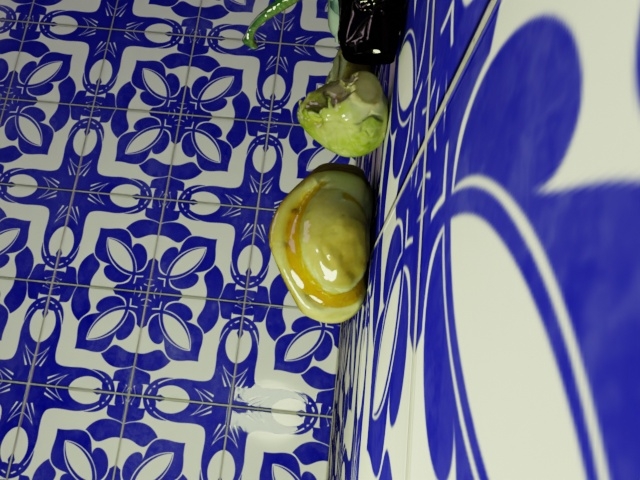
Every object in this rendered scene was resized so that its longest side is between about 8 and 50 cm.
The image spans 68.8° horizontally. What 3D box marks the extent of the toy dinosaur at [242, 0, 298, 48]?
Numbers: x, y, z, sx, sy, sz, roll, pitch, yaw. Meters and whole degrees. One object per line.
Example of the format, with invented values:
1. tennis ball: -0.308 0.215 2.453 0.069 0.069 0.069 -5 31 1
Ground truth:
1. toy dinosaur: -0.007 -0.501 0.754 0.447 0.300 0.087 90 -172 -57

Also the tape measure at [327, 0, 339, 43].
1. tape measure: 0.086 -0.559 0.993 0.256 0.147 0.275 88 -177 -60

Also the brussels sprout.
1. brussels sprout: 0.051 -0.220 0.820 0.183 0.145 0.131 10 65 52

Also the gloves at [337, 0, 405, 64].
1. gloves: 0.066 -0.372 0.694 0.164 0.124 0.203 -131 43 -75

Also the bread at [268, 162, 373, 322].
1. bread: 0.000 0.000 0.960 0.341 0.210 0.301 -80 -7 -73

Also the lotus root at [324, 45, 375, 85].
1. lotus root: 0.085 -0.411 1.299 0.260 0.149 0.267 -88 20 -49
